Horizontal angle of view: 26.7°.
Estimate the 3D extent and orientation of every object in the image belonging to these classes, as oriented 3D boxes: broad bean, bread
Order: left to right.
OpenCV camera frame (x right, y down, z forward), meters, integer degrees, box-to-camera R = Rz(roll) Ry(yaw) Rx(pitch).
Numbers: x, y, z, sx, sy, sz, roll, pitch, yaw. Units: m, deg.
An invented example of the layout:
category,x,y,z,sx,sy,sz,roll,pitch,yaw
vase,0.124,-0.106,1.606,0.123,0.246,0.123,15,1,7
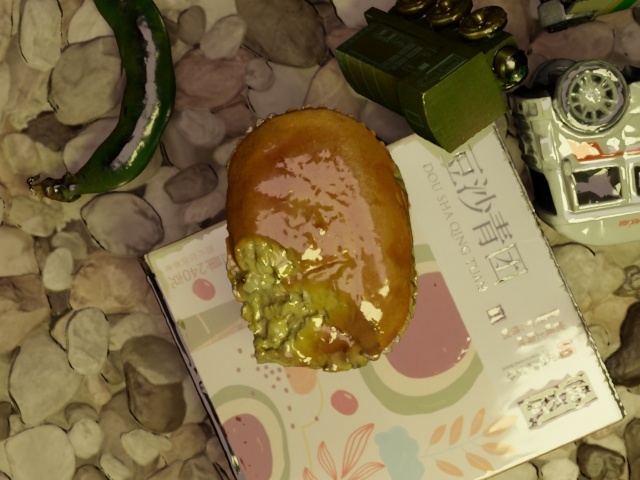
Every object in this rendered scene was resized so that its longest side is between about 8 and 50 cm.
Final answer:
category,x,y,z,sx,sy,sz,roll,pitch,yaw
broad bean,-0.223,-0.176,1.442,0.144,0.049,0.292,10,92,5
bread,0.000,0.000,1.268,0.179,0.133,0.250,-7,89,1

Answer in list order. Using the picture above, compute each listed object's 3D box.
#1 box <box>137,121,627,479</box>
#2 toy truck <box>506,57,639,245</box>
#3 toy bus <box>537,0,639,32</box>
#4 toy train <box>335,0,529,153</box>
category,x,y,z,sx,sy,sz,roll,pitch,yaw
box,0.061,0.095,1.388,0.385,0.122,0.344,-24,88,4
toy truck,0.391,-0.098,1.339,0.388,0.173,0.206,-8,99,1
toy bus,0.293,-0.301,1.279,0.179,0.305,0.143,-12,89,2
toy train,0.107,-0.179,1.342,0.137,0.225,0.090,-37,123,-12
